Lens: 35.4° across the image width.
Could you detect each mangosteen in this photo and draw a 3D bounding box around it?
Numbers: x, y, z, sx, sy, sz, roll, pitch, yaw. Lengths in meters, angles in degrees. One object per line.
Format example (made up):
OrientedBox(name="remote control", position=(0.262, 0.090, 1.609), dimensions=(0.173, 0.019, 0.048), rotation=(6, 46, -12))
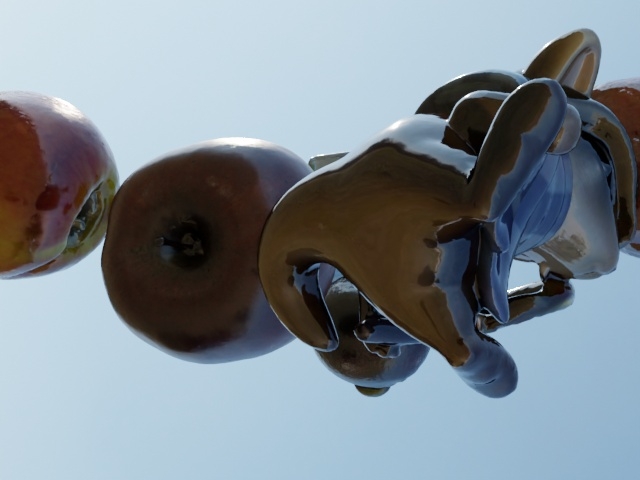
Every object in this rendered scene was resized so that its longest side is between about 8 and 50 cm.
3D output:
OrientedBox(name="mangosteen", position=(0.059, 0.113, 1.180), dimensions=(0.152, 0.153, 0.152), rotation=(6, -83, 53))

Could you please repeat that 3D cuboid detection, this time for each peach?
OrientedBox(name="peach", position=(-0.409, -0.077, 1.339), dimensions=(0.238, 0.281, 0.281), rotation=(75, -9, -63))

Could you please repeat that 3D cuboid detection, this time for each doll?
OrientedBox(name="doll", position=(0.126, -0.015, 0.758), dimensions=(0.209, 0.340, 0.318), rotation=(49, -53, 9))

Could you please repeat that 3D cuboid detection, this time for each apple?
OrientedBox(name="apple", position=(-0.094, 0.013, 0.952), dimensions=(0.234, 0.234, 0.233), rotation=(6, -83, 53))

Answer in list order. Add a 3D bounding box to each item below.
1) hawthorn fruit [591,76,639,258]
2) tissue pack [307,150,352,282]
OrientedBox(name="hawthorn fruit", position=(0.312, -0.068, 0.954), dimensions=(0.179, 0.173, 0.173), rotation=(6, -83, 46))
OrientedBox(name="tissue pack", position=(0.000, 0.000, 1.392), dimensions=(0.229, 0.145, 0.159), rotation=(106, -23, -66))
